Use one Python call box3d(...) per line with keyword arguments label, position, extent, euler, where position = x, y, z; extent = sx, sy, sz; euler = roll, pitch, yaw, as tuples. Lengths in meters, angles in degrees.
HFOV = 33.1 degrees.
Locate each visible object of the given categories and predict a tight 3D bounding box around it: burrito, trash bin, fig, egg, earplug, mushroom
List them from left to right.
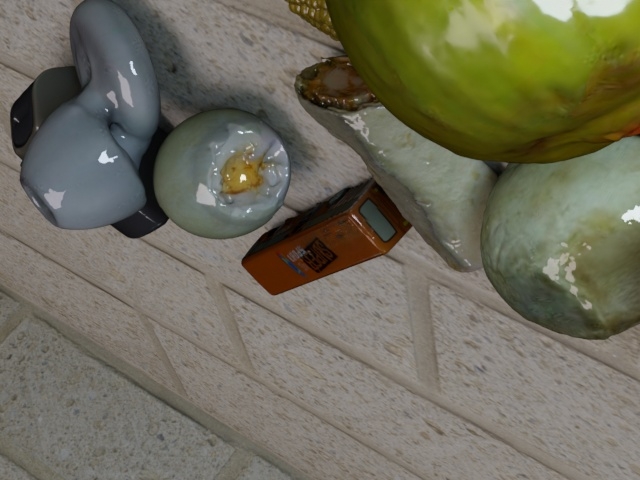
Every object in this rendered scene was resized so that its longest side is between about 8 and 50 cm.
box3d(label="earplug", position=(-0.315, -0.174, 1.505), extent=(0.175, 0.325, 0.214), euler=(9, 177, -25))
box3d(label="trash bin", position=(-0.351, -0.144, 1.713), extent=(0.290, 0.182, 0.209), euler=(41, 156, -17))
box3d(label="egg", position=(-0.144, -0.093, 1.503), extent=(0.183, 0.183, 0.217), euler=(51, 161, -24))
box3d(label="burrito", position=(0.105, -0.095, 1.242), extent=(0.299, 0.105, 0.143), euler=(46, 159, -20))
box3d(label="fig", position=(0.140, -0.225, 0.726), extent=(0.343, 0.343, 0.343), euler=(31, 155, 17))
box3d(label="mushroom", position=(0.272, 0.001, 1.095), extent=(0.267, 0.164, 0.189), euler=(20, 151, 36))

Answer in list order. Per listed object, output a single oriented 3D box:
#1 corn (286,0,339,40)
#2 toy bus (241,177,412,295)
box3d(label="corn", position=(0.098, -0.210, 1.060), extent=(0.310, 0.101, 0.101), euler=(31, 155, 21))
box3d(label="toy bus", position=(0.000, 0.000, 1.564), extent=(0.093, 0.092, 0.409), euler=(46, 154, -9))
